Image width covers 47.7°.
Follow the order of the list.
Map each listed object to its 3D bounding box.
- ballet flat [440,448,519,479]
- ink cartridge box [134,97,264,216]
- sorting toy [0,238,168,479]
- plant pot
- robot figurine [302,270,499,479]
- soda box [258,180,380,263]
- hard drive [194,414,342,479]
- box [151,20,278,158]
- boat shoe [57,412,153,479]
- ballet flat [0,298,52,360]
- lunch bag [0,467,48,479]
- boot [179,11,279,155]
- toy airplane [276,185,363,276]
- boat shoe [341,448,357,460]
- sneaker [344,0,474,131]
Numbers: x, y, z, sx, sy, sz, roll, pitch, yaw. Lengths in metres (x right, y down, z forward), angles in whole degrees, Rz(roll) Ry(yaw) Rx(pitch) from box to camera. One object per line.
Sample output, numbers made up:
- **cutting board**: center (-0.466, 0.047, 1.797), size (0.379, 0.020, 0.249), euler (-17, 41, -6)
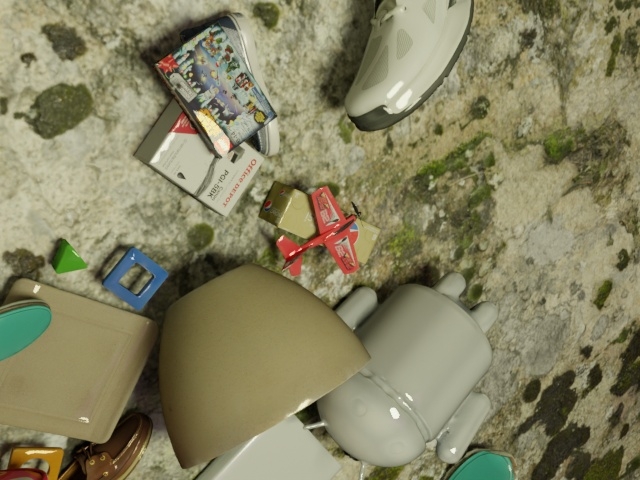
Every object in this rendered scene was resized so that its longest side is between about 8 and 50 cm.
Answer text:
- **ballet flat**: center (0.275, 0.593, 1.465), size (0.147, 0.147, 0.409), euler (24, 95, -38)
- **ink cartridge box**: center (-0.154, -0.108, 0.942), size (0.135, 0.056, 0.099), euler (36, 83, -37)
- **sorting toy**: center (-0.330, 0.155, 0.920), size (0.196, 0.047, 0.348), euler (26, 90, -34)
- **plant pot**: center (-0.102, 0.144, 0.964), size (0.284, 0.284, 0.191), euler (-27, 84, -25)
- **robot figurine**: center (0.133, 0.211, 1.153), size (0.353, 0.300, 0.200), euler (-44, 170, -21)
- **soda box**: center (0.001, -0.025, 1.080), size (0.181, 0.058, 0.061), euler (23, 92, -39)
- **hard drive**: center (-0.122, 0.423, 1.161), size (0.307, 0.040, 0.203), euler (-45, 126, -14)
- **box**: center (-0.126, -0.181, 0.882), size (0.094, 0.027, 0.137), euler (-40, 113, -14)
- **boat shoe**: center (-0.301, 0.304, 0.979), size (0.178, 0.064, 0.060), euler (-48, 128, -9)
- **ballet flat**: center (-0.402, 0.118, 0.798), size (0.213, 0.068, 0.072), euler (-39, 143, -41)
- **lunch bag**: center (-0.441, 0.339, 0.778), size (0.293, 0.258, 0.120), euler (-7, 103, -10)
- **boot**: center (-0.118, -0.191, 0.941), size (0.086, 0.069, 0.190), euler (-23, 110, -19)
- **toy airplane**: center (0.000, 0.000, 1.032), size (0.151, 0.028, 0.151), euler (-12, 112, -30)
- **boat shoe**: center (0.057, 0.318, 1.250), size (0.048, 0.042, 0.133), euler (-16, 113, -27)
- **sneaker**: center (0.093, -0.386, 0.979), size (0.257, 0.169, 0.448), euler (33, 78, -29)
